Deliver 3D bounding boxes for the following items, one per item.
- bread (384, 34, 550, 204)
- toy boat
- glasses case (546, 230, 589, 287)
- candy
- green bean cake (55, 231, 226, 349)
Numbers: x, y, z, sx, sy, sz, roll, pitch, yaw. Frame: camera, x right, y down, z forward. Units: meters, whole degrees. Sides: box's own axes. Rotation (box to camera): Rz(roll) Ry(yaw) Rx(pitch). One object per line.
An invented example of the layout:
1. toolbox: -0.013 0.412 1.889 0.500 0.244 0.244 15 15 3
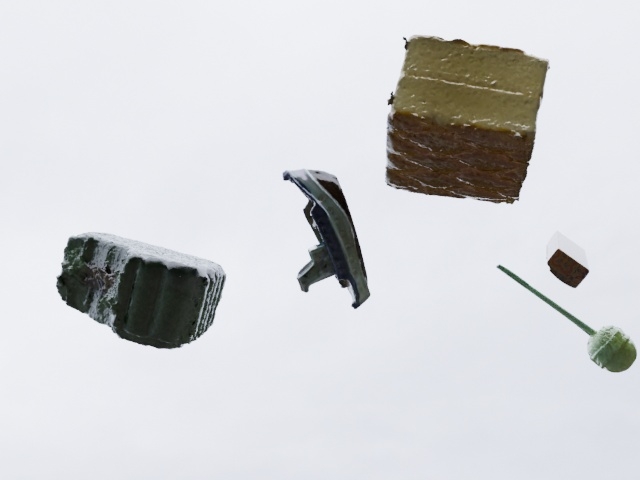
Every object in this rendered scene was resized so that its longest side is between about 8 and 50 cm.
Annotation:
1. bread: 0.268 -0.219 1.798 0.279 0.207 0.279 8 -25 10
2. toy boat: 0.000 0.000 1.630 0.115 0.262 0.114 -17 6 -7
3. glasses case: 0.483 0.037 1.896 0.075 0.218 0.049 36 -75 5
4. candy: 0.497 0.149 1.969 0.092 0.335 0.093 -58 -21 17
5. green bean cake: -0.356 0.092 1.860 0.308 0.169 0.300 15 2 4
